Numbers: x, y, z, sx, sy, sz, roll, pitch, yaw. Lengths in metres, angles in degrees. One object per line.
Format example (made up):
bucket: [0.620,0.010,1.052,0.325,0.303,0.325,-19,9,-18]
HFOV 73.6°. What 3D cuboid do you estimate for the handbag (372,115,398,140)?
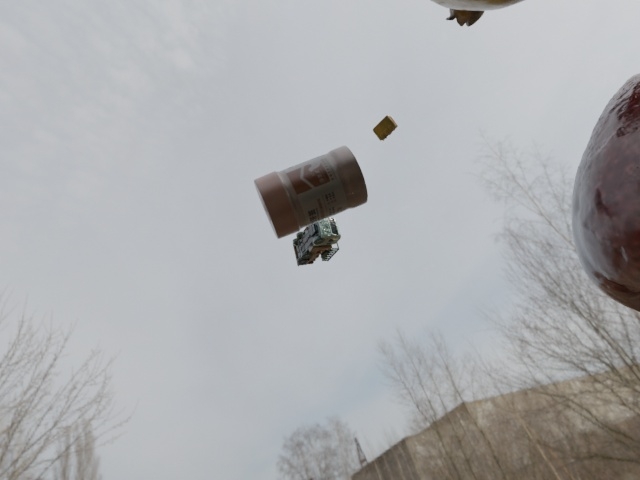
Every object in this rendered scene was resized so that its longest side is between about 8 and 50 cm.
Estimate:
handbag: [0.244,-0.424,1.614,0.083,0.061,0.027,-40,-16,32]

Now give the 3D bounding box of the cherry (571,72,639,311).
cherry: [0.358,-0.048,0.419,0.203,0.300,0.230,-9,-23,34]

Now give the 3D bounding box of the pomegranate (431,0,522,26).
pomegranate: [0.248,-0.489,0.621,0.343,0.342,0.342,-14,-37,-11]

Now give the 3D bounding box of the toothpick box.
toothpick box: [-0.015,-0.074,0.654,0.149,0.098,0.098,-23,-36,-8]

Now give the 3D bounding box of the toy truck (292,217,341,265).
toy truck: [0.000,0.001,1.201,0.115,0.080,0.177,-1,-28,-26]
